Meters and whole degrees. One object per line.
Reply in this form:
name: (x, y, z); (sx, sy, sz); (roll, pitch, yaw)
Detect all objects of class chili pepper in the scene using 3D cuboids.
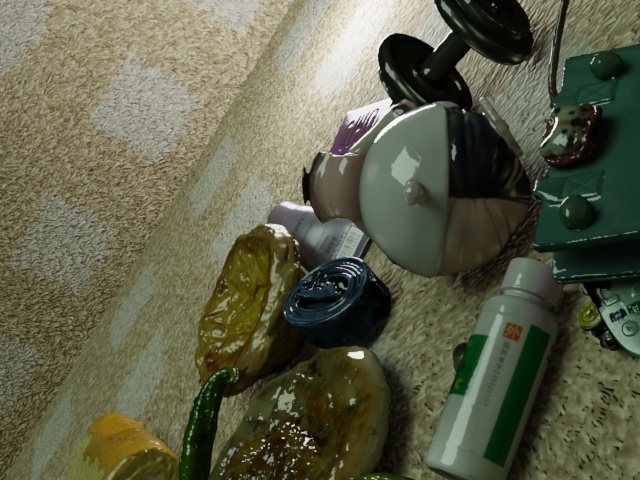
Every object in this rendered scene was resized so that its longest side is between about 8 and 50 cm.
chili pepper: (-0.199, 0.382, 1.623); (0.085, 0.076, 0.359); (-157, 76, -79)

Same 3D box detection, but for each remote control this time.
remote control: (0.300, 0.014, 0.978); (0.097, 0.045, 0.256); (-22, 46, 15)

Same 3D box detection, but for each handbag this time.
handbag: (0.345, -0.097, 0.931); (0.274, 0.100, 0.269); (-4, 53, 31)

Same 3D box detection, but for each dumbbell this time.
dumbbell: (0.208, -0.300, 1.526); (0.290, 0.192, 0.192); (-48, 24, 35)

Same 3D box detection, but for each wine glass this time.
wine glass: (0.199, 0.146, 1.192); (0.083, 0.039, 0.042); (-8, 53, 59)

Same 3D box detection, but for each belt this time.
belt: (0.026, 0.097, 1.544); (0.190, 0.082, 0.141); (-2, 47, 54)

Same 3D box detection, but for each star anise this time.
star anise: (0.298, -0.180, 1.152); (0.218, 0.227, 0.148); (-37, -2, -2)

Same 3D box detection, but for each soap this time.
soap: (0.096, -0.193, 1.819); (0.203, 0.065, 0.122); (-6, 58, 64)

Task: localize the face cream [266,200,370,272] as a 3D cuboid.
face cream: (0.000, 0.000, 1.784); (0.274, 0.096, 0.154); (24, 84, 56)

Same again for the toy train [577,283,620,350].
toy train: (0.320, 0.023, 1.038); (0.081, 0.060, 0.202); (-30, 38, 42)

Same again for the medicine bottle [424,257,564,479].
medicine bottle: (0.203, 0.149, 1.096); (0.095, 0.095, 0.260); (-7, 55, 65)

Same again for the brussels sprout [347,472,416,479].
brussels sprout: (0.084, 0.335, 1.104); (0.151, 0.122, 0.149); (48, 120, 32)

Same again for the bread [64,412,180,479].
bread: (-0.399, 0.482, 1.954); (0.237, 0.165, 0.375); (-63, 19, -12)

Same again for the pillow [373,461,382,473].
pillow: (0.047, 0.344, 1.293); (0.135, 0.034, 0.211); (-46, 26, 22)

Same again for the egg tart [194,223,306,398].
egg tart: (-0.110, 0.131, 1.756); (0.341, 0.129, 0.341); (-37, 43, 45)

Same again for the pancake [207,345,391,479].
pancake: (-0.042, 0.298, 1.382); (0.387, 0.082, 0.387); (-40, 23, 21)

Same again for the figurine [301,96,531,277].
figurine: (0.136, -0.061, 1.364); (0.361, 0.211, 0.253); (12, 118, 66)
